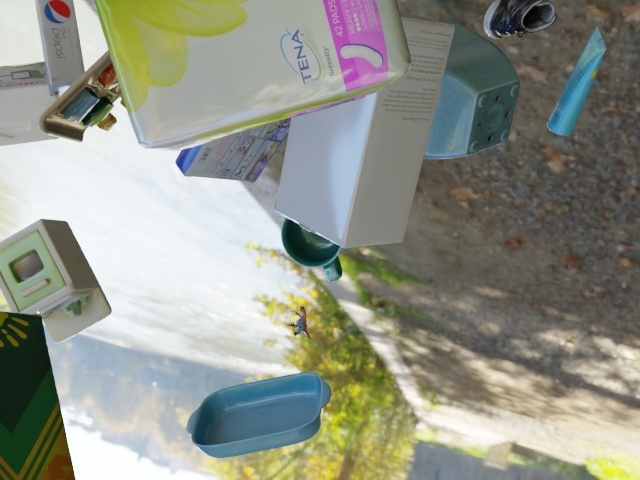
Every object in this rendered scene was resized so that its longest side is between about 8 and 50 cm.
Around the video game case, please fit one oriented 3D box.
[{"bbox_3d":[-0.191,-0.266,1.911,0.244,0.270,0.061,2,-138,-51],"label":"video game case"}]

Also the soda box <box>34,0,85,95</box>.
[{"bbox_3d":[-0.500,-0.393,1.501,0.069,0.216,0.074,-9,175,-21],"label":"soda box"}]

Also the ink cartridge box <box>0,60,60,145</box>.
[{"bbox_3d":[-0.652,-0.288,1.636,0.198,0.115,0.273,-11,-155,-20],"label":"ink cartridge box"}]

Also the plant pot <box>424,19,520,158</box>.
[{"bbox_3d":[0.284,-0.309,1.711,0.247,0.247,0.252,-22,-138,-34],"label":"plant pot"}]

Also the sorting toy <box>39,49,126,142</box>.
[{"bbox_3d":[-0.389,-0.272,1.460,0.041,0.229,0.307,43,-177,-1],"label":"sorting toy"}]

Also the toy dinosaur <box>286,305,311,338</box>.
[{"bbox_3d":[-0.041,0.179,1.763,0.090,0.047,0.082,17,141,-28],"label":"toy dinosaur"}]

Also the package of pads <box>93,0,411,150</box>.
[{"bbox_3d":[-0.072,-0.231,0.797,0.296,0.229,0.101,-15,-169,1],"label":"package of pads"}]

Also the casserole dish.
[{"bbox_3d":[-0.073,0.220,0.974,0.188,0.037,0.114,-13,-155,9],"label":"casserole dish"}]

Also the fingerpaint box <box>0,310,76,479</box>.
[{"bbox_3d":[-0.511,0.382,1.114,0.163,0.445,0.371,12,-148,-37],"label":"fingerpaint box"}]

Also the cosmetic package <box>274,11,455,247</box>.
[{"bbox_3d":[0.062,-0.191,1.280,0.155,0.366,0.197,-7,-153,-41],"label":"cosmetic package"}]

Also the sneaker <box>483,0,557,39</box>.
[{"bbox_3d":[0.515,-0.587,1.856,0.101,0.269,0.153,32,-176,-36],"label":"sneaker"}]

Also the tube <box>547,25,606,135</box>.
[{"bbox_3d":[0.494,-0.298,1.498,0.052,0.080,0.207,5,134,-8],"label":"tube"}]

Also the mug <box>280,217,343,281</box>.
[{"bbox_3d":[-0.008,-0.005,1.587,0.129,0.158,0.097,9,-166,11],"label":"mug"}]

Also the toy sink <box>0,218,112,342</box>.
[{"bbox_3d":[-0.579,0.092,1.668,0.152,0.234,0.131,-28,176,7],"label":"toy sink"}]
